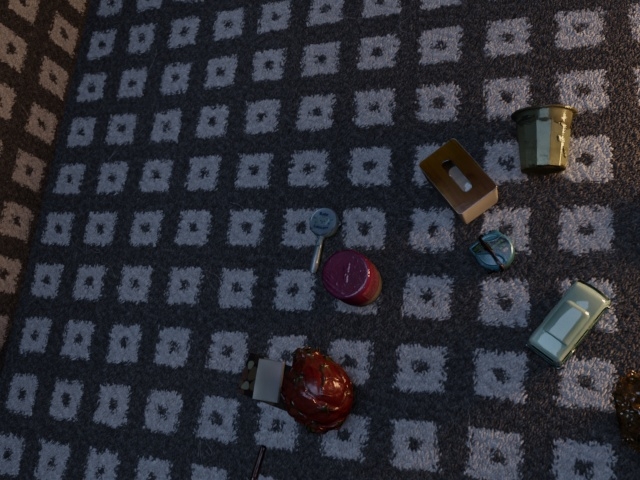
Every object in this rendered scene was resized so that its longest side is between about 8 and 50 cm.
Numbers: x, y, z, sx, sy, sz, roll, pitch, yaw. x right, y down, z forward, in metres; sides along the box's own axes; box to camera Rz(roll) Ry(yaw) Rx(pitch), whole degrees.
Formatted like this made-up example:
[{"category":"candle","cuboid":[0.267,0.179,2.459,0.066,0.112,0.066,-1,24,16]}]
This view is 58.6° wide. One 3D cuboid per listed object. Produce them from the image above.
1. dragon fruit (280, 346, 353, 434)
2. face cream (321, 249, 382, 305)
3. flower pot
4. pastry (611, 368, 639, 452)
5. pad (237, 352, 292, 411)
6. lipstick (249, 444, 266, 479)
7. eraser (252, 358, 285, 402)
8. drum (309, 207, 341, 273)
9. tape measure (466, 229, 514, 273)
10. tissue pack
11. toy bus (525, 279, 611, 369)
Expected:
[{"category":"dragon fruit","cuboid":[-0.018,0.502,1.916,0.244,0.244,0.298,-26,84,12]},{"category":"face cream","cuboid":[0.116,0.136,2.001,0.175,0.195,0.175,-6,73,21]},{"category":"flower pot","cuboid":[0.748,-0.332,1.904,0.212,0.212,0.202,-2,82,21]},{"category":"pastry","cuboid":[0.940,0.481,1.597,0.275,0.193,0.274,0,83,-3]},{"category":"pad","cuboid":[-0.187,0.520,2.107,0.235,0.003,0.158,14,79,24]},{"category":"lipstick","cuboid":[-0.228,0.814,2.023,0.027,0.027,0.176,13,78,24]},{"category":"eraser","cuboid":[-0.190,0.514,2.095,0.104,0.023,0.150,3,75,22]},{"category":"drum","cuboid":[-0.017,-0.008,2.176,0.130,0.049,0.253,26,84,25]},{"category":"tape measure","cuboid":[0.582,0.036,1.914,0.125,0.081,0.146,-38,65,10]},{"category":"tissue pack","cuboid":[0.484,-0.203,1.995,0.159,0.136,0.246,-38,65,6]},{"category":"toy bus","cuboid":[0.756,0.246,1.735,0.133,0.165,0.271,39,90,27]}]
